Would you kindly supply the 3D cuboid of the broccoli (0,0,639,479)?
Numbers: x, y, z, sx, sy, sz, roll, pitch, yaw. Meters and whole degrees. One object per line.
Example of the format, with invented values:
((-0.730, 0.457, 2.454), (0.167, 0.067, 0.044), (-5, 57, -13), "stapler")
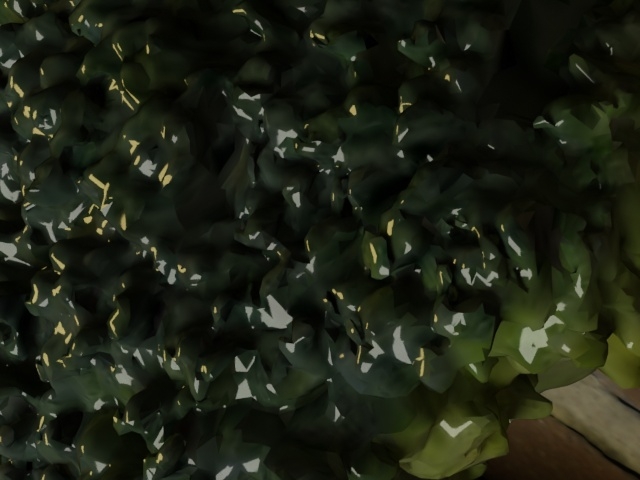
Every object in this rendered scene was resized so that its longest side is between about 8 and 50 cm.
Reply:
((0.005, -0.010, 0.542), (0.281, 0.348, 0.293), (30, -154, -48), "broccoli")
